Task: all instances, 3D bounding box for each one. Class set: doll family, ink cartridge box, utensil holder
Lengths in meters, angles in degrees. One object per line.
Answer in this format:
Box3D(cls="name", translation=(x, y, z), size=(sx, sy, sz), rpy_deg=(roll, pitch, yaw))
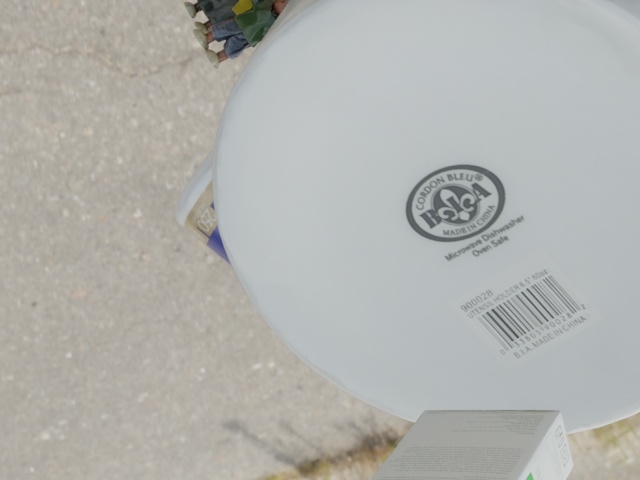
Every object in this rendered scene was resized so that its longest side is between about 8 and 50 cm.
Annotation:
Box3D(cls="doll family", translation=(-0.077, -0.243, 0.959), size=(0.111, 0.076, 0.193), rpy_deg=(-29, 94, 7))
Box3D(cls="ink cartridge box", translation=(0.048, 0.104, 0.428), size=(0.063, 0.115, 0.029), rpy_deg=(-6, 111, 33))
Box3D(cls="utensil holder", translation=(0.131, -0.110, 0.753), size=(0.328, 0.385, 0.327), rpy_deg=(10, 125, 14))

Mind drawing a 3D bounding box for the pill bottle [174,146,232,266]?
Box3D(cls="pill bottle", translation=(0.000, 0.000, 1.117), size=(0.265, 0.153, 0.153), rpy_deg=(39, 116, 2))
